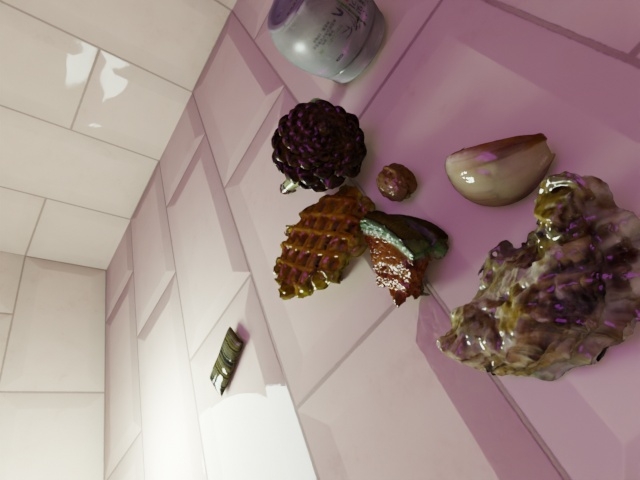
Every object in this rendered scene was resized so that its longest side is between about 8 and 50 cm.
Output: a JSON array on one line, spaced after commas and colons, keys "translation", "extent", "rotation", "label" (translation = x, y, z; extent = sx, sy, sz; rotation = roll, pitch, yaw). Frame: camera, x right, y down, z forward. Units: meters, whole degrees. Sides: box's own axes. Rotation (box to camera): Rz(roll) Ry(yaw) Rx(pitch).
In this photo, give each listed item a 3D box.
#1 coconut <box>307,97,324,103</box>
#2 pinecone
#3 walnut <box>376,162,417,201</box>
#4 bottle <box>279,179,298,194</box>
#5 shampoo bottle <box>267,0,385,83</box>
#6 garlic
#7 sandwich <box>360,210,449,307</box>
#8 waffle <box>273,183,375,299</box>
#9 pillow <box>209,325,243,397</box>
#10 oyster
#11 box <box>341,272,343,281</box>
[{"translation": [-0.010, -0.389, 1.255], "extent": [0.083, 0.081, 0.082], "rotation": [13, 122, 38], "label": "coconut"}, {"translation": [-0.002, -0.243, 1.076], "extent": [0.244, 0.243, 0.257], "rotation": [-62, -3, 14], "label": "pinecone"}, {"translation": [0.170, -0.130, 0.932], "extent": [0.079, 0.083, 0.096], "rotation": [-38, 47, -6], "label": "walnut"}, {"translation": [-0.092, -0.180, 1.306], "extent": [0.101, 0.047, 0.063], "rotation": [-36, 23, 44], "label": "bottle"}, {"translation": [0.017, -0.596, 1.141], "extent": [0.273, 0.266, 0.273], "rotation": [-27, 55, 45], "label": "shampoo bottle"}, {"translation": [0.293, -0.129, 0.748], "extent": [0.206, 0.115, 0.128], "rotation": [11, 91, 55], "label": "garlic"}, {"translation": [0.164, 0.029, 0.867], "extent": [0.184, 0.109, 0.160], "rotation": [37, 126, 49], "label": "sandwich"}, {"translation": [0.000, 0.000, 1.032], "extent": [0.325, 0.068, 0.302], "rotation": [-37, 34, 26], "label": "waffle"}, {"translation": [-0.315, 0.398, 1.367], "extent": [0.113, 0.038, 0.204], "rotation": [30, 101, 52], "label": "pillow"}, {"translation": [0.319, 0.080, 0.631], "extent": [0.351, 0.114, 0.238], "rotation": [-47, 44, 30], "label": "oyster"}, {"translation": [0.017, 0.069, 1.065], "extent": [0.084, 0.060, 0.063], "rotation": [-8, 63, 50], "label": "box"}]
